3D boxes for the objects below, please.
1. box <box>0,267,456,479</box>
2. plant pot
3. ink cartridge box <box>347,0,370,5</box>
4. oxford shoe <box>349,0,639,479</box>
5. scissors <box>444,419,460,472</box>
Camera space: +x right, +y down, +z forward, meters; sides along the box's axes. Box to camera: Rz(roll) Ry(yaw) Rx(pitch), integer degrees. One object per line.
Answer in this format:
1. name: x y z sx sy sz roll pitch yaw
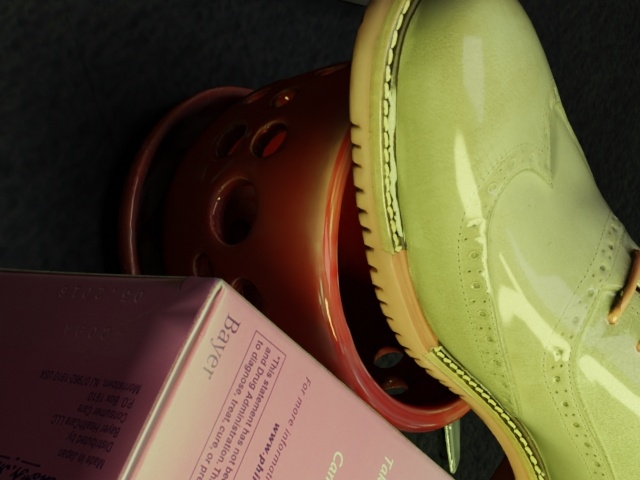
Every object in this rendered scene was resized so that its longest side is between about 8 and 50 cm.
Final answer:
1. box: -0.067 0.123 0.465 0.243 0.214 0.117 44 59 -40
2. plant pot: 0.000 0.000 0.566 0.191 0.174 0.191 -1 91 -48
3. ink cartridge box: 0.019 -0.215 0.667 0.180 0.060 0.104 -3 92 -48
4. oxford shoe: 0.140 0.040 0.487 0.140 0.147 0.397 -53 129 -32
5. scissors: 0.089 0.028 0.785 0.109 0.021 0.297 15 81 -50
